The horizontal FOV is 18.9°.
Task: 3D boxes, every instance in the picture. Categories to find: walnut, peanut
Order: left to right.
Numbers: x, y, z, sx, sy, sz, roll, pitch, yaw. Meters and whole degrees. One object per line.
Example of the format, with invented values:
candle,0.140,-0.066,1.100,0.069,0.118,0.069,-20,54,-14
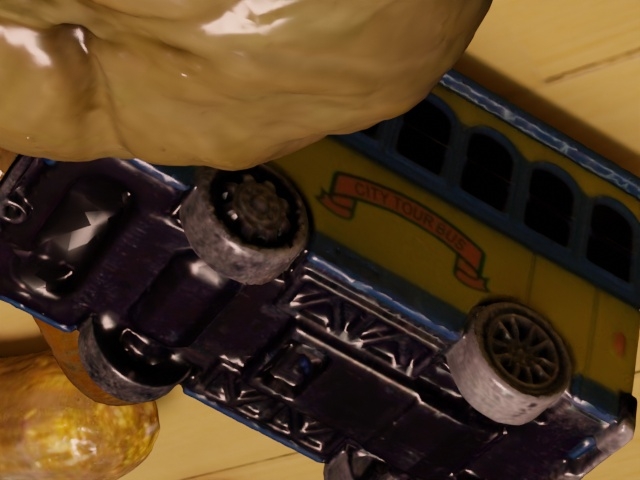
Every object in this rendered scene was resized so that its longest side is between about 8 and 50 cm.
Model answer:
peanut,-0.190,0.106,1.105,0.206,0.087,0.087,-4,134,18
walnut,-0.042,-0.165,0.638,0.253,0.277,0.282,-4,131,36

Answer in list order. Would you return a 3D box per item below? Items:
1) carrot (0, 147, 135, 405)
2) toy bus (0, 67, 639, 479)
carrot,-0.160,-0.032,0.969,0.078,0.078,0.298,-15,125,29
toy bus,0.000,0.000,0.871,0.287,0.175,0.138,29,136,-14
